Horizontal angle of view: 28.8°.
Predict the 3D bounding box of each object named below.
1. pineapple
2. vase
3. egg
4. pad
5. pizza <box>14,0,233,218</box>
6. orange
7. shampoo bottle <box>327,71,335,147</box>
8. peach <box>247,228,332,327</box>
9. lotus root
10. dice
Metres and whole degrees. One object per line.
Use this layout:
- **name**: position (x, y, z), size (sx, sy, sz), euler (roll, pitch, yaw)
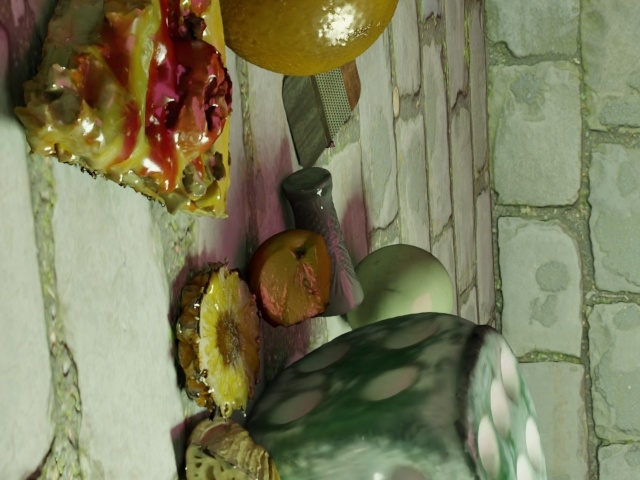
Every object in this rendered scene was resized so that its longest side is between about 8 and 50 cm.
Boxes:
- **pineapple**: position (-0.128, 0.128, 1.543), size (0.221, 0.047, 0.221), euler (-6, 90, -71)
- **vase**: position (0.000, 0.000, 1.888), size (0.096, 0.096, 0.219), euler (-63, 145, -56)
- **egg**: position (0.136, 0.102, 2.158), size (0.253, 0.186, 0.186), euler (-50, 137, -66)
- **pad**: position (0.047, -0.174, 2.004), size (0.323, 0.055, 0.250), euler (57, 41, -24)
- **pizza**: position (-0.174, -0.159, 1.258), size (0.406, 0.130, 0.440), euler (-64, 149, -60)
- **orange**: position (-0.032, -0.335, 1.496), size (0.274, 0.274, 0.274), euler (0, 90, -73)
- **shampoo bottle**: position (0.008, -0.218, 2.017), size (0.048, 0.027, 0.137), euler (-40, 128, -65)
- **peach**: position (-0.041, 0.050, 1.708), size (0.151, 0.118, 0.151), euler (-8, 104, -34)
- **lotus root**: position (-0.113, 0.294, 1.531), size (0.159, 0.095, 0.135), euler (47, 14, -4)
- **dice**: position (0.118, 0.313, 1.719), size (0.330, 0.348, 0.328), euler (64, 25, -16)
